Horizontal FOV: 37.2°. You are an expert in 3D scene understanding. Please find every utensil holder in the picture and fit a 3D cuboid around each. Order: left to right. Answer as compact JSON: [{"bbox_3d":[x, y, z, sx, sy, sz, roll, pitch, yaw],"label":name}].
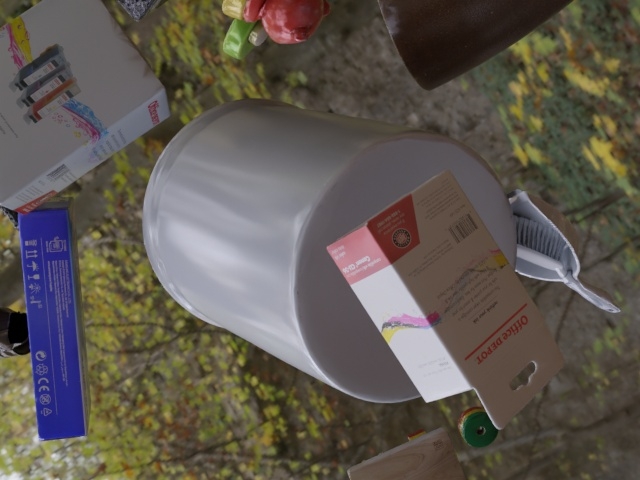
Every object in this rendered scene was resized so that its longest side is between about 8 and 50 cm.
[{"bbox_3d":[0.000,0.000,1.179,0.327,0.327,0.385,42,169,-31],"label":"utensil holder"}]

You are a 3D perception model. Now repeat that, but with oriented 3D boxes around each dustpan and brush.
[{"bbox_3d":[0.282,0.024,1.149,0.211,0.147,0.060,24,-113,-16],"label":"dustpan and brush"}]

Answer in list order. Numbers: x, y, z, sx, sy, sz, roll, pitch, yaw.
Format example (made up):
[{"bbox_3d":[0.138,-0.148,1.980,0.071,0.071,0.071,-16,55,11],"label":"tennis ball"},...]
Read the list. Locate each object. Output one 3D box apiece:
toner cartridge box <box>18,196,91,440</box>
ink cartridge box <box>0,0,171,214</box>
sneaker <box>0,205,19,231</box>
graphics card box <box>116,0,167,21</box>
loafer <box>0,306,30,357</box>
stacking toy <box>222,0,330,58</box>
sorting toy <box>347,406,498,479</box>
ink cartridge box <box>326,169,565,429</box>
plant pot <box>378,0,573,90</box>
[{"bbox_3d":[-0.405,0.113,1.461,0.165,0.075,0.347,-140,47,-76],"label":"toner cartridge box"},{"bbox_3d":[-0.242,-0.127,0.862,0.127,0.176,0.128,55,172,-1],"label":"ink cartridge box"},{"bbox_3d":[-0.563,-0.057,1.714,0.079,0.121,0.216,110,146,-79],"label":"sneaker"},{"bbox_3d":[-0.143,-0.489,1.376,0.094,0.233,0.371,45,-128,-8],"label":"graphics card box"},{"bbox_3d":[-0.529,0.161,1.635,0.220,0.078,0.080,66,-154,-77],"label":"loafer"},{"bbox_3d":[-0.023,-0.393,1.478,0.130,0.279,0.309,34,-111,1],"label":"stacking toy"},{"bbox_3d":[0.105,0.314,1.196,0.046,0.275,0.132,-128,15,-74],"label":"sorting toy"},{"bbox_3d":[0.109,0.055,0.805,0.115,0.067,0.198,-33,-89,-37],"label":"ink cartridge box"},{"bbox_3d":[0.208,-0.324,1.175,0.215,0.230,0.215,47,-146,-47],"label":"plant pot"}]
